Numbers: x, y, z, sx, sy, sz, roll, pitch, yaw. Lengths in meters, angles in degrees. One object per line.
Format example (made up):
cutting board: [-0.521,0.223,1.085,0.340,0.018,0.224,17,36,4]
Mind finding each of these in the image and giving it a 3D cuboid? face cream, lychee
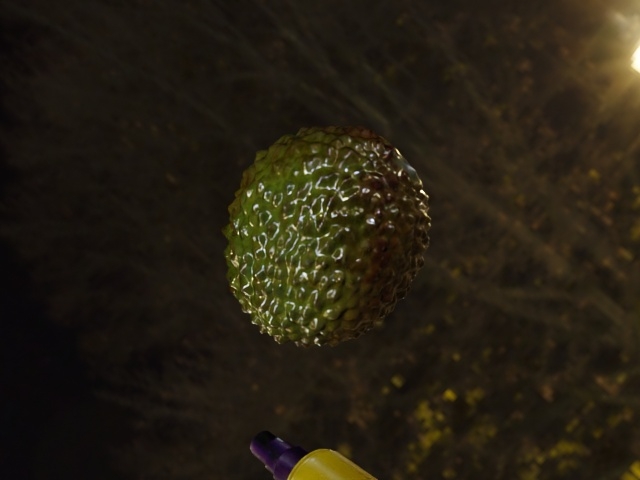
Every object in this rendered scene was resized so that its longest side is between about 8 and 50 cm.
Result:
face cream: [0.026,0.260,1.512,0.078,0.273,0.078,-22,-54,-35]
lychee: [0.000,0.000,1.158,0.171,0.171,0.171,-37,-26,-22]
